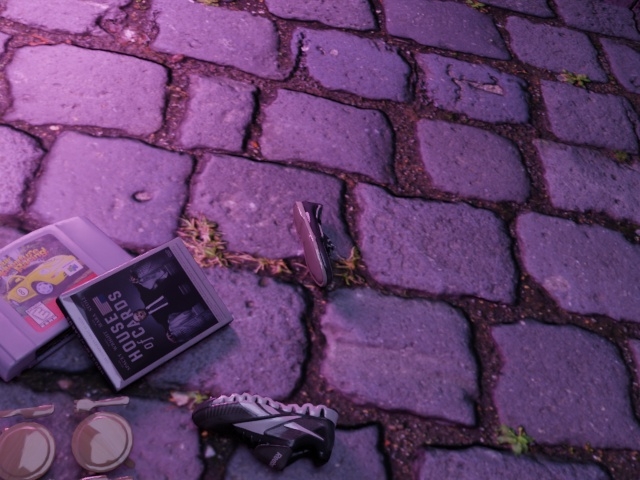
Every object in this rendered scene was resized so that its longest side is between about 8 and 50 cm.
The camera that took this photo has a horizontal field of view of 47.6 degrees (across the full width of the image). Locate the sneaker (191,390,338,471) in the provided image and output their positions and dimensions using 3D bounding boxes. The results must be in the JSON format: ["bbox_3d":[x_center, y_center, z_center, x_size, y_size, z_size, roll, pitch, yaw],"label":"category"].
[{"bbox_3d":[-0.083,0.300,1.120,0.234,0.078,0.106,10,47,-12],"label":"sneaker"}]

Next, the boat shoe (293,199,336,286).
[{"bbox_3d":[0.000,0.000,1.400,0.064,0.075,0.206,-5,48,-17],"label":"boat shoe"}]

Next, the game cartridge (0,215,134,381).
[{"bbox_3d":[-0.459,0.079,1.207,0.196,0.060,0.294,35,50,18],"label":"game cartridge"}]

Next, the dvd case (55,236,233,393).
[{"bbox_3d":[-0.285,0.117,1.204,0.238,0.029,0.179,-31,84,-38],"label":"dvd case"}]

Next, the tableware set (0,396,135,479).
[{"bbox_3d":[-0.371,0.303,1.056,0.194,0.039,0.128,-4,64,-13],"label":"tableware set"}]
